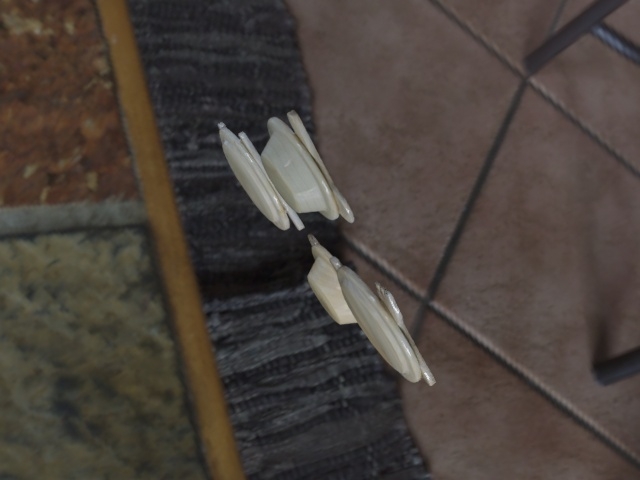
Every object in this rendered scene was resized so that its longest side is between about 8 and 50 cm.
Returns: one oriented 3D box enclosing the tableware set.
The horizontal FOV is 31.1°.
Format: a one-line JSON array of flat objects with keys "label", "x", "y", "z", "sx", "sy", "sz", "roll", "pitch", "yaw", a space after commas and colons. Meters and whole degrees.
[{"label": "tableware set", "x": 0.000, "y": 0.000, "z": 0.572, "sx": 0.020, "sy": 0.168, "sz": 0.141, "roll": -34, "pitch": 104, "yaw": -9}]
